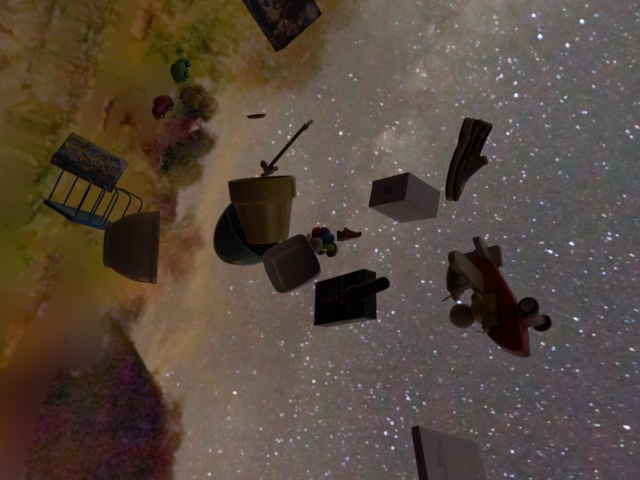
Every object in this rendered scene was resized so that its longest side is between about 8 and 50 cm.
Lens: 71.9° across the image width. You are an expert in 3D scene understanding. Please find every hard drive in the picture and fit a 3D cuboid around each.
[{"bbox_3d":[0.435,0.747,1.460,0.040,0.307,0.203,-41,-145,35],"label":"hard drive"}]

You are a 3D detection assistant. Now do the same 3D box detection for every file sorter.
[{"bbox_3d":[-0.542,-0.092,1.075,0.118,0.170,0.105,26,-91,25],"label":"file sorter"}]

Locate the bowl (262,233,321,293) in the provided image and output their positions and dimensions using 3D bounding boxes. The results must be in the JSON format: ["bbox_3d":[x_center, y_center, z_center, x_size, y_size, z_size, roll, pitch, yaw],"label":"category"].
[{"bbox_3d":[-0.075,0.070,1.205,0.142,0.053,0.142,-27,-117,0],"label":"bowl"}]

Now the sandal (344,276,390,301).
[{"bbox_3d":[0.180,0.184,1.681,0.179,0.067,0.040,-22,-167,13],"label":"sandal"}]

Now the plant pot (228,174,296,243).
[{"bbox_3d":[-0.211,-0.119,1.674,0.254,0.253,0.239,-161,-115,-65],"label":"plant pot"}]

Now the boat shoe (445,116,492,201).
[{"bbox_3d":[0.429,-0.230,1.260,0.095,0.095,0.258,14,-95,23],"label":"boat shoe"}]

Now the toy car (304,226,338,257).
[{"bbox_3d":[0.000,0.000,2.128,0.181,0.159,0.137,10,-96,49],"label":"toy car"}]

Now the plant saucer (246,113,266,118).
[{"bbox_3d":[-0.276,-0.535,1.902,0.083,0.083,0.013,-134,-142,-62],"label":"plant saucer"}]

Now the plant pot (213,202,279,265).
[{"bbox_3d":[-0.349,-0.002,1.912,0.195,0.290,0.290,-35,-140,26],"label":"plant pot"}]

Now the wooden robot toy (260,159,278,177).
[{"bbox_3d":[-0.257,-0.354,2.128,0.076,0.079,0.173,-32,-174,-16],"label":"wooden robot toy"}]

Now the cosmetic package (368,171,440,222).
[{"bbox_3d":[0.381,-0.187,2.005,0.224,0.224,0.138,-7,-113,52],"label":"cosmetic package"}]

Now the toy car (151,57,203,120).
[{"bbox_3d":[-0.516,-0.560,1.581,0.238,0.053,0.225,-4,-105,27],"label":"toy car"}]

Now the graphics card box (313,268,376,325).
[{"bbox_3d":[0.115,0.288,2.157,0.370,0.094,0.233,-23,-122,48],"label":"graphics card box"}]

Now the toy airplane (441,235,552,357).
[{"bbox_3d":[0.543,0.184,1.481,0.272,0.386,0.384,-37,174,20],"label":"toy airplane"}]

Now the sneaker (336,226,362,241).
[{"bbox_3d":[0.119,-0.031,1.849,0.047,0.119,0.057,168,-89,-67],"label":"sneaker"}]

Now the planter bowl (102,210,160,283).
[{"bbox_3d":[-0.407,0.013,0.955,0.162,0.109,0.162,-177,-90,-71],"label":"planter bowl"}]

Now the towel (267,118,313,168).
[{"bbox_3d":[-0.115,-0.374,1.713,0.237,0.021,0.102,-42,-171,30],"label":"towel"}]

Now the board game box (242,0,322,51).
[{"bbox_3d":[-0.122,-0.644,1.136,0.165,0.243,0.042,-47,-148,-14],"label":"board game box"}]

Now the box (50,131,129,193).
[{"bbox_3d":[-0.890,-0.302,1.716,0.044,0.233,0.159,-41,-151,38],"label":"box"}]
